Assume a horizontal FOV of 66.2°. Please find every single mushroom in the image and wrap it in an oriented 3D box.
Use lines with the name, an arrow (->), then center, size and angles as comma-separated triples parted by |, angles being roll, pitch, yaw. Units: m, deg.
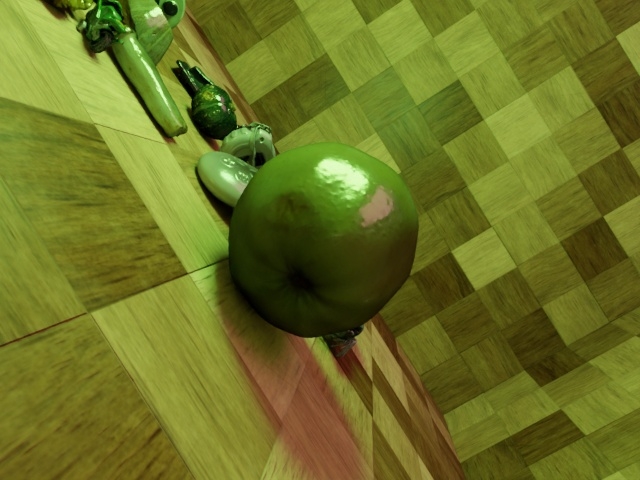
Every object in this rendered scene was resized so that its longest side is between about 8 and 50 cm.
mushroom -> -0.453, -0.414, 1.278 | 0.312, 0.081, 0.100 | 61, 8, -8

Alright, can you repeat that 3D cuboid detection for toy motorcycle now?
toy motorcycle -> -0.513, -0.516, 1.167 | 0.074, 0.106, 0.190 | 47, 11, -53

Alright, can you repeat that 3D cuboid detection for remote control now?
remote control -> -0.206, -0.148, 1.430 | 0.332, 0.103, 0.221 | 28, 28, -30

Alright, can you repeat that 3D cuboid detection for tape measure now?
tape measure -> -0.241, -0.281, 1.657 | 0.120, 0.197, 0.236 | -107, -176, -49

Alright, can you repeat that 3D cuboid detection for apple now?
apple -> 0.000, 0.000, 1.138 | 0.474, 0.473, 0.473 | 57, 7, -11

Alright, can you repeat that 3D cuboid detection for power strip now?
power strip -> -0.464, -0.605, 1.948 | 0.251, 0.092, 0.257 | 52, 5, -18

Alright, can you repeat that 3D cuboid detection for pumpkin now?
pumpkin -> -0.366, -0.444, 1.700 | 0.190, 0.146, 0.190 | 54, 8, -11
pumpkin -> -0.485, -0.597, 1.398 | 0.217, 0.110, 0.218 | 158, -90, -79

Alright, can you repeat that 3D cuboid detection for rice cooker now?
rice cooker -> -0.583, -0.841, 1.683 | 0.226, 0.226, 0.244 | 50, 9, -49

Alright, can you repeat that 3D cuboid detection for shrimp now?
shrimp -> 0.079, 0.276, 1.668 | 0.410, 0.165, 0.222 | 17, 66, -72

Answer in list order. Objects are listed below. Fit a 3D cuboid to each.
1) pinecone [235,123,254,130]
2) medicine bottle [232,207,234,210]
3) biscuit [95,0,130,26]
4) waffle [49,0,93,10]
pinecone -> -0.311, -0.396, 1.932 | 0.121, 0.140, 0.140 | 50, 1, 37
medicine bottle -> -0.199, -0.051, 1.542 | 0.201, 0.052, 0.171 | 49, 12, -48
biscuit -> -0.636, -0.723, 1.442 | 0.197, 0.049, 0.301 | 59, 6, -3
waffle -> -0.630, -0.646, 1.060 | 0.325, 0.068, 0.302 | 46, 14, -38
